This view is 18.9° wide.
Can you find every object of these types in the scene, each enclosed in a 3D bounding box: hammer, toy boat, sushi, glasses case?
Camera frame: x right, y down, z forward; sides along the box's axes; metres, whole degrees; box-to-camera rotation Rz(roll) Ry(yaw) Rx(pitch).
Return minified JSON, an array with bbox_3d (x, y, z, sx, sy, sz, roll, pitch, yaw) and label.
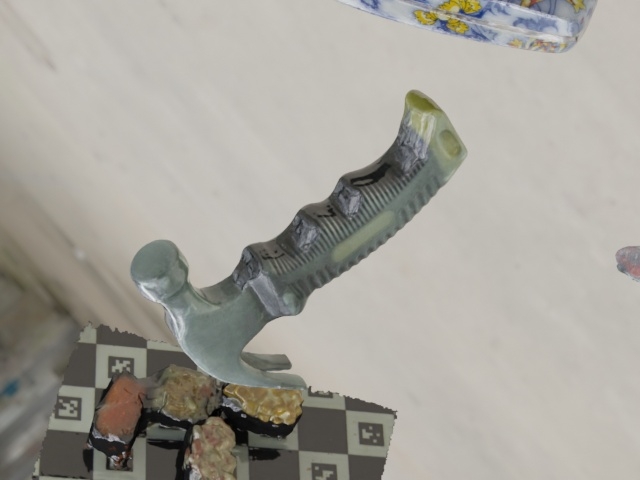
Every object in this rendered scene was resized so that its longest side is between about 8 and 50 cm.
[{"bbox_3d":[0.000,0.000,1.248,0.041,0.226,0.159,47,177,47],"label":"hammer"},{"bbox_3d":[0.348,0.035,1.807,0.122,0.034,0.096,15,-174,-28],"label":"toy boat"},{"bbox_3d":[-0.081,0.162,1.554,0.279,0.193,0.043,19,143,-4],"label":"sushi"},{"bbox_3d":[0.060,-0.186,1.250,0.248,0.087,0.065,17,148,8],"label":"glasses case"}]
